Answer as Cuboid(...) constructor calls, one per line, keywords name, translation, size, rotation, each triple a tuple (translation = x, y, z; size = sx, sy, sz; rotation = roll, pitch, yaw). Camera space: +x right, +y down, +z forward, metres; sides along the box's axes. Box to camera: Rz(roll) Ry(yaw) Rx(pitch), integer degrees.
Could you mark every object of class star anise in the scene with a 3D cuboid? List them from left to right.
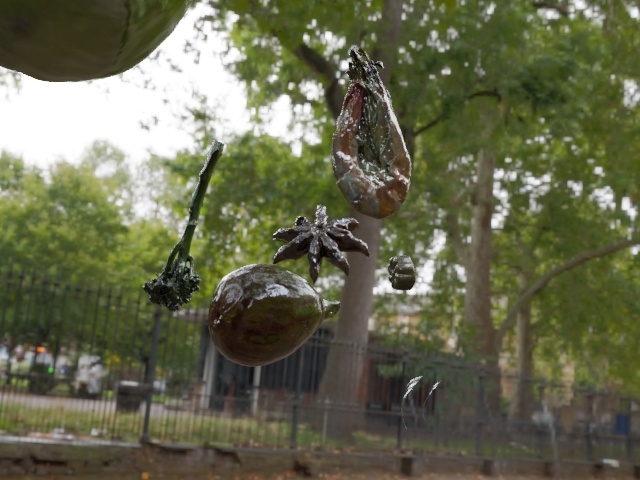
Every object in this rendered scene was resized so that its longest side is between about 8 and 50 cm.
Cuboid(name="star anise", translation=(0.001, 0.000, 1.155), size=(0.141, 0.141, 0.042), rotation=(4, -42, 5))

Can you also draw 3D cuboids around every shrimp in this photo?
Cuboid(name="shrimp", translation=(0.052, -0.116, 0.900), size=(0.101, 0.190, 0.042), rotation=(-1, -9, -36))

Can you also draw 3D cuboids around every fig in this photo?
Cuboid(name="fig", translation=(-0.178, -0.186, 0.542), size=(0.233, 0.314, 0.233), rotation=(-17, -35, -13))
Cuboid(name="fig", translation=(-0.046, 0.083, 0.929), size=(0.154, 0.109, 0.103), rotation=(6, 12, -28))

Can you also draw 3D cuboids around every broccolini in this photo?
Cuboid(name="broccolini", translation=(-0.185, -0.023, 1.209), size=(0.071, 0.255, 0.057), rotation=(16, 1, -32))

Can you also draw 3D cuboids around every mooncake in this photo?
Cuboid(name="mooncake", translation=(0.130, 0.129, 1.191), size=(0.057, 0.150, 0.347), rotation=(-3, 13, 2))
